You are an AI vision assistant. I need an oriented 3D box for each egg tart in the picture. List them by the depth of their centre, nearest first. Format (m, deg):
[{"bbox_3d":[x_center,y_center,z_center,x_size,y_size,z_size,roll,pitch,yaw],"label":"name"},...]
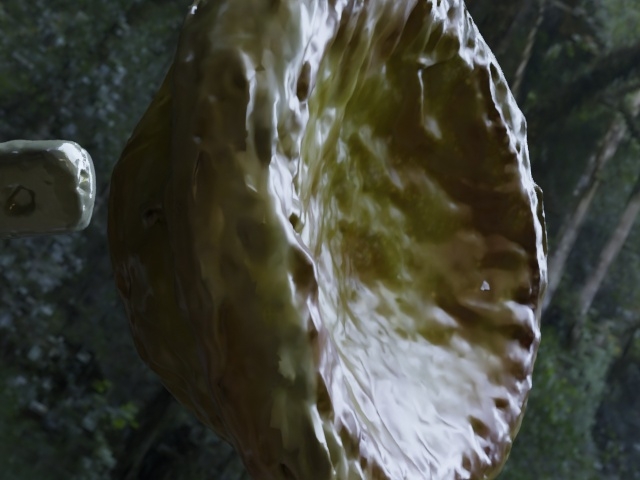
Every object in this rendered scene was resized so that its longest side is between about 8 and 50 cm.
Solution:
[{"bbox_3d":[0.000,0.000,0.595,0.128,0.319,0.319,-6,-40,27],"label":"egg tart"}]

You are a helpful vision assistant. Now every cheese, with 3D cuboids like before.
[{"bbox_3d":[-0.235,-0.029,0.816,0.194,0.043,0.065,-3,-70,1],"label":"cheese"}]
